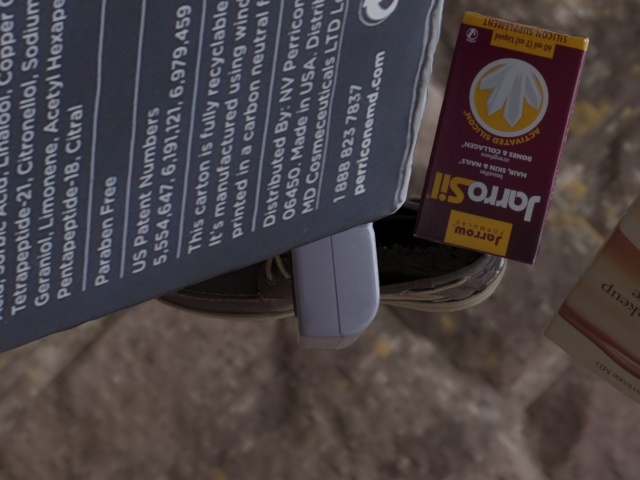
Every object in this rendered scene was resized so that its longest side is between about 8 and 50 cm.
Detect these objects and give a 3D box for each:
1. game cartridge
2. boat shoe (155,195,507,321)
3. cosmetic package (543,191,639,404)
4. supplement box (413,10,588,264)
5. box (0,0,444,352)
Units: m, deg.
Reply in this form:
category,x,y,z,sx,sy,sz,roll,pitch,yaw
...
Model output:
category,x,y,z,sx,sy,sz,roll,pitch,yaw
game cartridge,-0.003,-0.084,1.219,0.198,0.062,0.297,134,-49,-82
boat shoe,0.000,0.000,1.857,0.130,0.355,0.132,88,-2,-76
cosmetic package,0.363,0.026,2.028,0.153,0.129,0.296,35,-36,8
supplement box,0.147,-0.084,1.608,0.104,0.188,0.081,13,6,6
box,-0.195,-0.112,0.668,0.293,0.395,0.212,41,-42,36
